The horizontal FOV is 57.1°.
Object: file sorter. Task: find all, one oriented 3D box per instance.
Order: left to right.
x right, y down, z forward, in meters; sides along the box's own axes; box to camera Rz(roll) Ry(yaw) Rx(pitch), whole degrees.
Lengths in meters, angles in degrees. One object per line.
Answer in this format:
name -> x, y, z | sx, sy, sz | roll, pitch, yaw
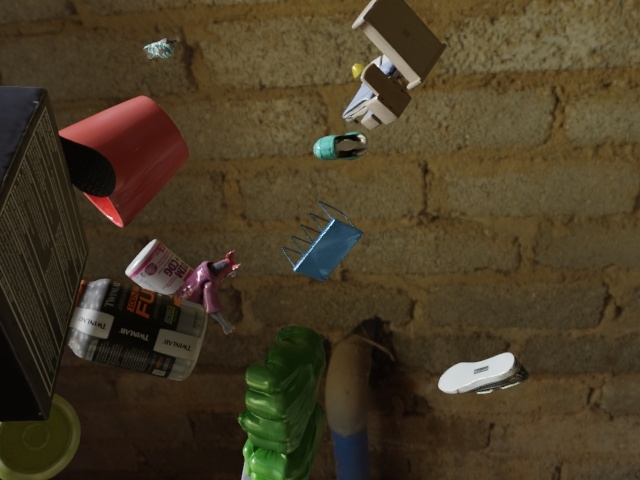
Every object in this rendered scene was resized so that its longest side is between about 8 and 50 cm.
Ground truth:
file sorter -> 0.000, 0.000, 1.519 | 0.118, 0.170, 0.104 | 23, 21, -45

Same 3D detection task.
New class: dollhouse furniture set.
dollhouse furniture set -> 0.097, -0.408, 1.426 | 0.286, 0.198, 0.303 | -56, 19, -24

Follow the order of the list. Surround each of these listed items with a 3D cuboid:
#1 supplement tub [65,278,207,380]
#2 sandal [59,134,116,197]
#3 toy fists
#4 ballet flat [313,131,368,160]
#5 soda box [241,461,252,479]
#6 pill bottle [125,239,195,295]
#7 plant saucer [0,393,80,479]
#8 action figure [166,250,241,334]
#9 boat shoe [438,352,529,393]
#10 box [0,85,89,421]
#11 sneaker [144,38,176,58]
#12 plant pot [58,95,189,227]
supplement tub -> -0.445, 0.206, 1.392 | 0.316, 0.193, 0.193 | 18, 29, -18
sandal -> -0.399, -0.131, 0.918 | 0.040, 0.179, 0.067 | 16, 73, 59
toy fists -> -0.053, 0.256, 0.825 | 0.096, 0.279, 0.142 | 9, 37, 10
ballet flat -> 0.089, -0.274, 1.726 | 0.087, 0.083, 0.247 | 5, 16, 41
soda box -> -0.169, 0.643, 1.677 | 0.098, 0.091, 0.286 | 8, 38, -3
pill bottle -> -0.526, 0.143, 2.078 | 0.160, 0.283, 0.160 | -42, 18, 17
plant saucer -> -0.765, 0.525, 1.574 | 0.241, 0.241, 0.037 | -36, 5, -37
action figure -> -0.383, 0.154, 1.743 | 0.370, 0.276, 0.248 | -48, 33, 13
boat shoe -> 0.371, 0.322, 1.352 | 0.219, 0.070, 0.077 | -28, 25, 44
box -> -0.415, 0.017, 0.703 | 0.183, 0.296, 0.294 | 1, 45, -7
sneaker -> -0.355, -0.449, 1.359 | 0.098, 0.038, 0.069 | 14, 43, 37
plant pot -> -0.475, -0.208, 1.441 | 0.243, 0.275, 0.275 | -42, 46, -21
